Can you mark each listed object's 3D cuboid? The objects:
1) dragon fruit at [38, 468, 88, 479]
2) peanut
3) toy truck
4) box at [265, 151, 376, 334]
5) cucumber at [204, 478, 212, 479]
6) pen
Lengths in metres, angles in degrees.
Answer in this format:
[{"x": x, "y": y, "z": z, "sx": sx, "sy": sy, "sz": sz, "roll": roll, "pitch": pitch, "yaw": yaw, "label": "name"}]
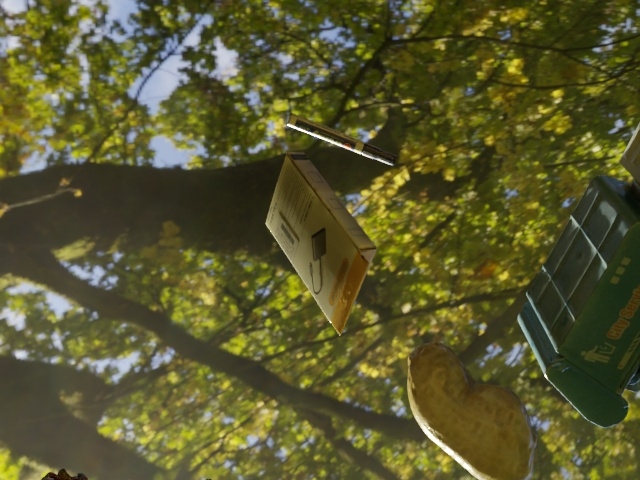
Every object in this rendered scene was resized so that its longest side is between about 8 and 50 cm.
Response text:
[{"x": -0.325, "y": 0.355, "z": 1.101, "sx": 0.130, "sy": 0.142, "sz": 0.121, "roll": 28, "pitch": -73, "yaw": 1, "label": "dragon fruit"}, {"x": 0.227, "y": 0.263, "z": 1.341, "sx": 0.253, "sy": 0.122, "sz": 0.137, "roll": 37, "pitch": -81, "yaw": 13, "label": "peanut"}, {"x": 0.358, "y": 0.025, "z": 0.944, "sx": 0.175, "sy": 0.146, "sz": 0.367, "roll": 17, "pitch": -66, "yaw": -15, "label": "toy truck"}, {"x": 0.000, "y": 0.000, "z": 1.195, "sx": 0.247, "sy": 0.033, "sz": 0.129, "roll": 55, "pitch": -43, "yaw": 41, "label": "box"}, {"x": -0.144, "y": 0.204, "z": 0.604, "sx": 0.043, "sy": 0.163, "sz": 0.039, "roll": 35, "pitch": -51, "yaw": 46, "label": "cucumber"}, {"x": 0.037, "y": -0.176, "z": 1.554, "sx": 0.204, "sy": 0.025, "sz": 0.025, "roll": 22, "pitch": -64, "yaw": 4, "label": "pen"}]
